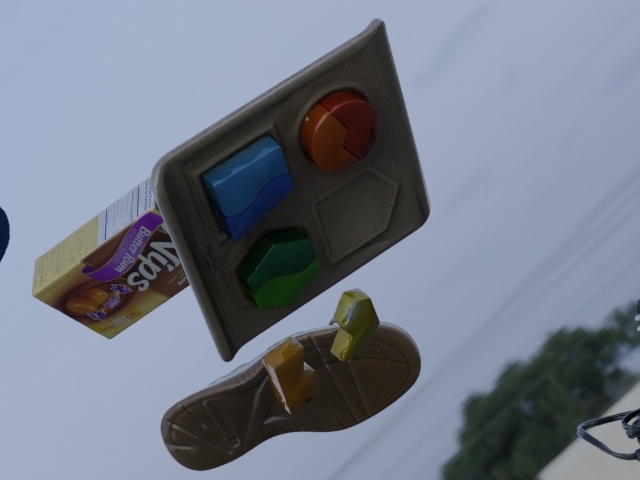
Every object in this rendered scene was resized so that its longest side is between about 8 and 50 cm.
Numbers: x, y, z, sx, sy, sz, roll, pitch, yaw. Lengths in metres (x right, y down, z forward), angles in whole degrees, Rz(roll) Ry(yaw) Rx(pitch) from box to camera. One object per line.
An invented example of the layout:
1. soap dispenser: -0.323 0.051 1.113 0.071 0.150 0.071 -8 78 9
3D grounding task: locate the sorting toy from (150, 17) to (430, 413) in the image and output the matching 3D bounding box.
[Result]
1. sorting toy: 0.000 0.000 1.404 0.229 0.041 0.307 -36 -43 -18

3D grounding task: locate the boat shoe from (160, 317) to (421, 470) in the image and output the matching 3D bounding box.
1. boat shoe: -0.026 0.141 1.755 0.285 0.105 0.089 -20 9 23

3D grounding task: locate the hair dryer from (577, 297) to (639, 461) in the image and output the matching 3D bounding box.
1. hair dryer: 0.410 0.155 1.679 0.223 0.293 0.080 -61 -36 -38

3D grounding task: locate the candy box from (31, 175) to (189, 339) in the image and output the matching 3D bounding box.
1. candy box: -0.190 0.018 1.797 0.186 0.053 0.109 -32 -49 30

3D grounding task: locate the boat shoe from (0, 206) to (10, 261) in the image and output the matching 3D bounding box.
1. boat shoe: -0.316 0.019 1.083 0.258 0.089 0.109 -23 -49 -34
